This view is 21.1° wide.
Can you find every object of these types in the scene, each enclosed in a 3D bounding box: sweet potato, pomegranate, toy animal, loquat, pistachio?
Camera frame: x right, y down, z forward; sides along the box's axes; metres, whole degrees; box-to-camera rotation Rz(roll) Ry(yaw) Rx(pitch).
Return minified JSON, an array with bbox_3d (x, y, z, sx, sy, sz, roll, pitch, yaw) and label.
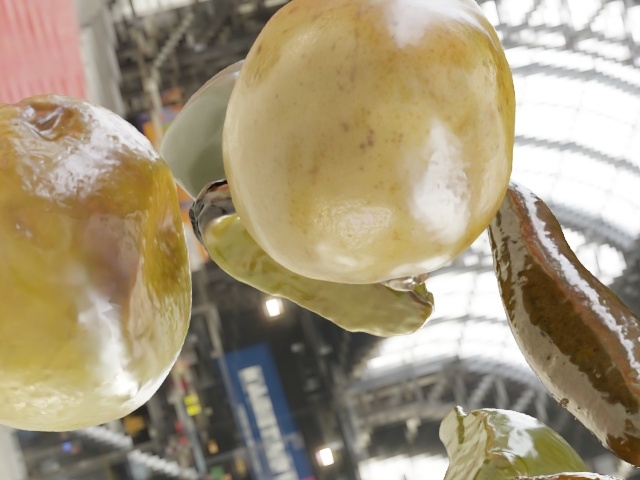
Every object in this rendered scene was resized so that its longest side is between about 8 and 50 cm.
[{"bbox_3d":[0.156,0.049,1.077,0.077,0.077,0.244,85,-20,-46],"label":"sweet potato"},{"bbox_3d":[0.032,-0.056,0.990,0.196,0.196,0.196,165,-90,-80],"label":"pomegranate"},{"bbox_3d":[0.229,0.297,1.507,0.363,0.181,0.180,42,-37,-20],"label":"toy animal"},{"bbox_3d":[-0.245,0.021,1.487,0.276,0.276,0.284,-117,-173,-50],"label":"loquat"},{"bbox_3d":[0.000,0.000,1.127,0.049,0.173,0.089,-67,-177,-49],"label":"pistachio"}]

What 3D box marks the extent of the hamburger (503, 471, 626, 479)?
[{"bbox_3d":[0.148,0.224,0.995,0.182,0.191,0.118,-68,152,-55],"label":"hamburger"}]

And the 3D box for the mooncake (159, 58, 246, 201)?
[{"bbox_3d":[-0.031,-0.068,1.764,0.275,0.135,0.275,39,15,-13],"label":"mooncake"}]
